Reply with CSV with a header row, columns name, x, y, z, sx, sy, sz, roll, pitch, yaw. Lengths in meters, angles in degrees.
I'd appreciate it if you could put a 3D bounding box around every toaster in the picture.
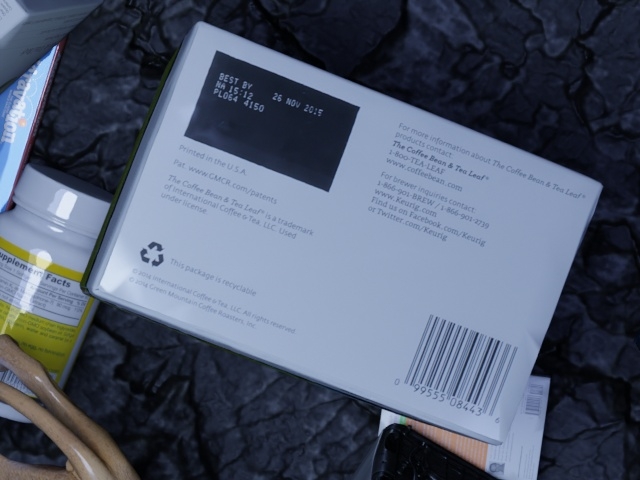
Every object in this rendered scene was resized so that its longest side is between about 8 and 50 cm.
name,x,y,z,sx,sy,sz,roll,pitch,yaw
toaster,0.090,0.255,1.688,0.185,0.168,0.110,31,114,-8

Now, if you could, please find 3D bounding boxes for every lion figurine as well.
name,x,y,z,sx,sy,sz,roll,pitch,yaw
lion figurine,-0.184,0.250,1.680,0.240,0.392,0.142,32,72,34

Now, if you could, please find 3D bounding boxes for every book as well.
name,x,y,z,sx,sy,sz,roll,pitch,yaw
book,0.126,0.158,1.768,0.144,0.035,0.096,8,92,5

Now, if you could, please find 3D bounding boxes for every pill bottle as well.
name,x,y,z,sx,sy,sz,roll,pitch,yaw
pill bottle,-0.254,0.045,1.763,0.119,0.119,0.208,24,95,5

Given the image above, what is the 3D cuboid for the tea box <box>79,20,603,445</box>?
name,x,y,z,sx,sy,sz,roll,pitch,yaw
tea box,0.000,0.000,1.589,0.329,0.323,0.220,22,86,-7

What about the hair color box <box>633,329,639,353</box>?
name,x,y,z,sx,sy,sz,roll,pitch,yaw
hair color box,0.438,0.139,1.658,0.347,0.174,0.105,31,95,4

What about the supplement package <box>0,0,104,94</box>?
name,x,y,z,sx,sy,sz,roll,pitch,yaw
supplement package,-0.364,-0.187,1.680,0.262,0.199,0.198,-39,90,16

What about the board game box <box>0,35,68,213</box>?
name,x,y,z,sx,sy,sz,roll,pitch,yaw
board game box,-0.338,-0.082,1.813,0.145,0.027,0.281,19,95,7
